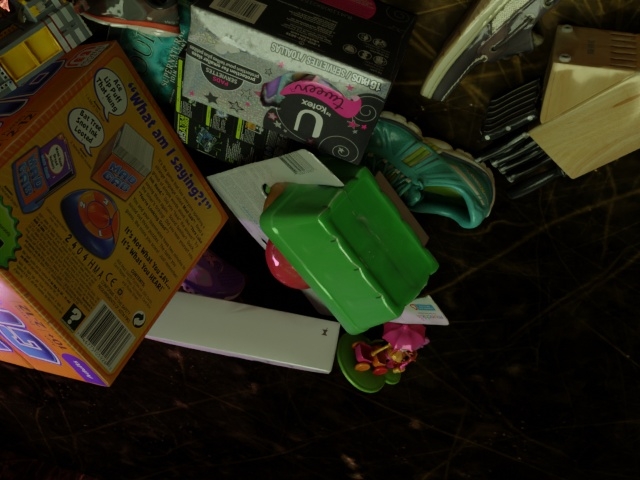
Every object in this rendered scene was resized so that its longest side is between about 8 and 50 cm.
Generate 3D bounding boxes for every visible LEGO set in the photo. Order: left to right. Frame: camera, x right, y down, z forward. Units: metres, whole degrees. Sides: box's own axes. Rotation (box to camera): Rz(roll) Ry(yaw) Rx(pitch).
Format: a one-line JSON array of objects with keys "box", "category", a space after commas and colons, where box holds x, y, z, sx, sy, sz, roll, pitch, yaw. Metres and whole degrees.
[{"box": [-0.442, -0.332, 0.889, 0.331, 0.192, 0.254, 28, 155, 51], "category": "LEGO set"}]

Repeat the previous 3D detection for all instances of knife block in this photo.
[{"box": [0.341, -0.140, 0.880, 0.276, 0.088, 0.242, 10, 139, 13], "category": "knife block"}]

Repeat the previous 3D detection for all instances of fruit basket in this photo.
[{"box": [0.000, 0.000, 1.059, 0.327, 0.165, 0.353, 51, 161, -18], "category": "fruit basket"}]

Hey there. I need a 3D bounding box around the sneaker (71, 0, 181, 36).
[{"box": [-0.259, -0.321, 0.940, 0.158, 0.061, 0.064, 15, 112, 7], "category": "sneaker"}]

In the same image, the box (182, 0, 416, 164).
[{"box": [-0.028, -0.230, 0.882, 0.248, 0.163, 0.142, 21, 139, 2], "category": "box"}]

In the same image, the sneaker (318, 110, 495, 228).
[{"box": [0.122, -0.102, 1.001, 0.276, 0.110, 0.107, 21, 140, 2], "category": "sneaker"}]

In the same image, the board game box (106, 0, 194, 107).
[{"box": [-0.247, -0.292, 1.017, 0.126, 0.026, 0.186, 27, 140, -7], "category": "board game box"}]

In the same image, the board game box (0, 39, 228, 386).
[{"box": [-0.438, -0.045, 1.084, 0.357, 0.356, 0.356, 4, 138, 34], "category": "board game box"}]

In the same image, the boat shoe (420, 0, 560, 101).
[{"box": [0.219, -0.254, 0.798, 0.092, 0.102, 0.285, 33, 133, -6], "category": "boat shoe"}]

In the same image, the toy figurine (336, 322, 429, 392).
[{"box": [0.147, 0.210, 1.352, 0.173, 0.130, 0.159, 22, 136, -35], "category": "toy figurine"}]

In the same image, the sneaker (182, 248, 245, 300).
[{"box": [-0.245, 0.029, 1.328, 0.237, 0.095, 0.104, 31, 132, -9], "category": "sneaker"}]

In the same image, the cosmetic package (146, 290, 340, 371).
[{"box": [-0.157, 0.172, 1.314, 0.378, 0.097, 0.284, 11, 167, 3], "category": "cosmetic package"}]

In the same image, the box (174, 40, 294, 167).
[{"box": [-0.125, -0.184, 1.034, 0.184, 0.045, 0.190, 25, 147, 3], "category": "box"}]
